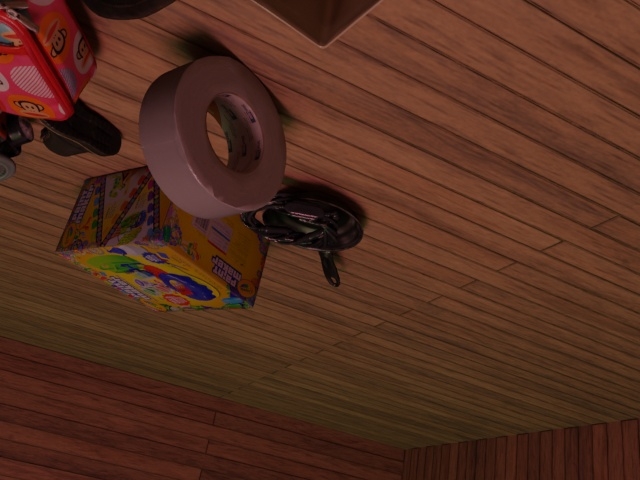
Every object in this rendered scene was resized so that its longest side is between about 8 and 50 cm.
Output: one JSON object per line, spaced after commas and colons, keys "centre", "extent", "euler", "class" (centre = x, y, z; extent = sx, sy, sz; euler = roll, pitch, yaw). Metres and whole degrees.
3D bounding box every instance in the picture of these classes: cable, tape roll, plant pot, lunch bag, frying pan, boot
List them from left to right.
{"centre": [-0.459, -0.286, 0.820], "extent": [0.293, 0.120, 0.258], "euler": [15, 156, 7], "class": "lunch bag"}
{"centre": [-0.455, -0.196, 1.074], "extent": [0.137, 0.076, 0.198], "euler": [-1, 150, 33], "class": "boot"}
{"centre": [-0.143, -0.142, 0.893], "extent": [0.072, 0.219, 0.219], "euler": [-10, 146, 34], "class": "tape roll"}
{"centre": [-0.056, -0.035, 1.178], "extent": [0.185, 0.047, 0.150], "euler": [8, 155, 3], "class": "cable"}
{"centre": [0.002, -0.293, 0.682], "extent": [0.109, 0.096, 0.109], "euler": [28, 149, -28], "class": "plant pot"}
{"centre": [0.023, -0.005, 1.274], "extent": [0.197, 0.053, 0.326], "euler": [-10, 146, 35], "class": "frying pan"}

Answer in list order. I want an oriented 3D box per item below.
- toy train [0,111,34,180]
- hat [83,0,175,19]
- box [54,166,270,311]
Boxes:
{"centre": [-0.663, -0.165, 1.060], "extent": [0.334, 0.142, 0.190], "euler": [-16, 151, 3], "class": "toy train"}
{"centre": [-0.115, -0.349, 0.536], "extent": [0.134, 0.331, 0.331], "euler": [-19, 179, -44], "class": "hat"}
{"centre": [-0.305, 0.005, 1.288], "extent": [0.279, 0.176, 0.290], "euler": [-6, 148, 32], "class": "box"}
